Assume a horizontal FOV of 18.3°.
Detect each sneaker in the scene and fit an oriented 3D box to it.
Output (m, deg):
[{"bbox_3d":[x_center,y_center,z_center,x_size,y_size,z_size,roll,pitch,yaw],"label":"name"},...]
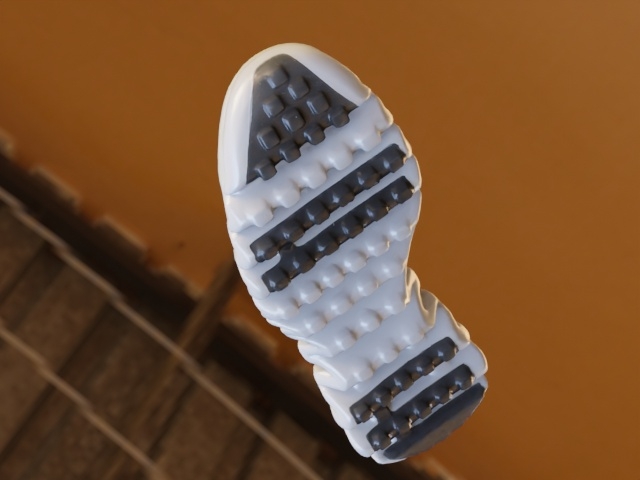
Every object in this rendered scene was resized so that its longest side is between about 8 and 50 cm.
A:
[{"bbox_3d":[0.000,0.000,1.082,0.118,0.110,0.292,52,168,43],"label":"sneaker"}]
